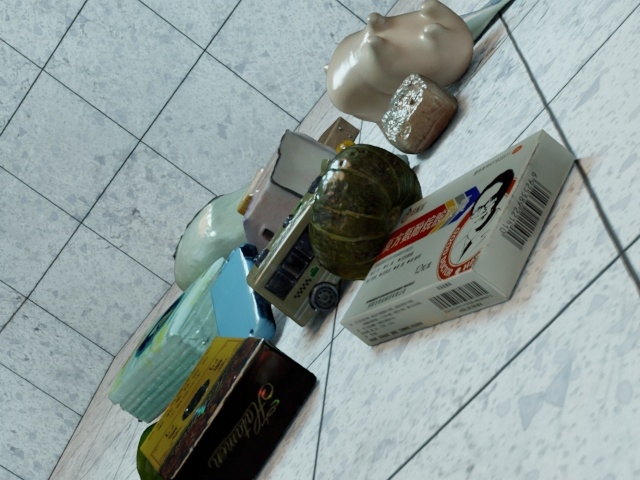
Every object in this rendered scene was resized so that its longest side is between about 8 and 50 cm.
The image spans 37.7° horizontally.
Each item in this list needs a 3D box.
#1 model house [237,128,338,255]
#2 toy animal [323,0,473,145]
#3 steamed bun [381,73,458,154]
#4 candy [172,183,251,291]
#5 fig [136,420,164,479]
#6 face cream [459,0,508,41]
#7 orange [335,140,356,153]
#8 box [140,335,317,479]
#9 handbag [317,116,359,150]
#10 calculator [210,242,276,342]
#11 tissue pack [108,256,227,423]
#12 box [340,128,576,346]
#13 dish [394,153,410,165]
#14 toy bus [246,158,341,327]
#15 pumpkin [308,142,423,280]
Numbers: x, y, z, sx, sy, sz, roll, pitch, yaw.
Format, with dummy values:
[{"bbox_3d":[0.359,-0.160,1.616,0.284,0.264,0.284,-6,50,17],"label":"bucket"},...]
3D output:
[{"bbox_3d":[-0.060,-0.069,2.070,0.237,0.202,0.237,-54,15,35],"label":"model house"},{"bbox_3d":[0.161,-0.365,1.940,0.326,0.269,0.237,-4,56,21],"label":"toy animal"},{"bbox_3d":[0.182,-0.238,1.777,0.145,0.106,0.175,-51,14,15],"label":"steamed bun"},{"bbox_3d":[-0.223,0.007,2.481,0.386,0.186,0.427,-37,-8,-41],"label":"candy"},{"bbox_3d":[-0.318,0.438,1.833,0.178,0.117,0.117,-66,13,-7],"label":"fig"},{"bbox_3d":[0.353,-0.486,1.984,0.224,0.070,0.114,-37,18,17],"label":"face cream"},{"bbox_3d":[0.070,-0.198,2.235,0.086,0.062,0.086,174,90,-75],"label":"orange"},{"bbox_3d":[-0.167,0.296,1.577,0.264,0.115,0.415,-55,10,-13],"label":"box"},{"bbox_3d":[0.017,-0.233,2.554,0.151,0.072,0.193,-37,21,55],"label":"handbag"},{"bbox_3d":[-0.161,0.138,1.934,0.173,0.051,0.293,-53,37,32],"label":"calculator"},{"bbox_3d":[-0.336,0.252,2.306,0.388,0.162,0.287,-43,12,43],"label":"tissue pack"},{"bbox_3d":[0.164,0.009,1.209,0.214,0.069,0.353,-59,14,-26],"label":"box"},{"bbox_3d":[0.120,-0.101,1.756,0.137,0.039,0.091,-48,-28,23],"label":"dish"},{"bbox_3d":[0.000,0.000,1.669,0.289,0.157,0.139,-54,11,0],"label":"toy bus"},{"bbox_3d":[0.060,-0.044,1.453,0.219,0.162,0.219,-40,-42,-50],"label":"pumpkin"}]
